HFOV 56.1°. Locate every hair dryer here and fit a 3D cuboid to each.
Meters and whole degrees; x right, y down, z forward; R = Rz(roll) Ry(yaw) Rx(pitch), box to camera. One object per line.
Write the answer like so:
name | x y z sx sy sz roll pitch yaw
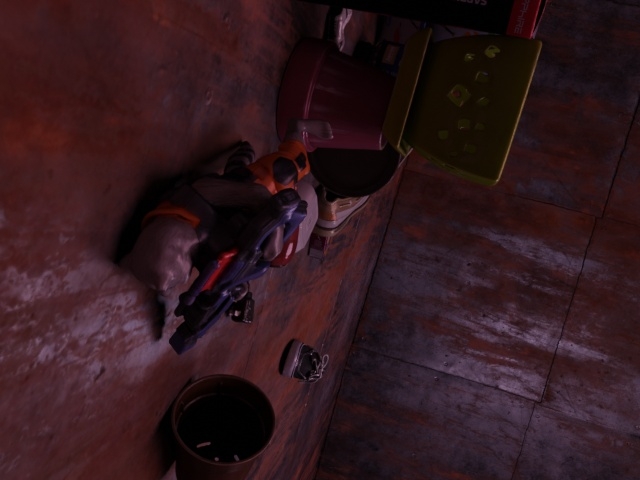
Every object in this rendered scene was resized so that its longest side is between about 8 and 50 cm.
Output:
hair dryer | -0.099 0.005 1.034 0.223 0.080 0.293 67 41 -72

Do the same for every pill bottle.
pill bottle | 0.189 -0.408 1.442 0.123 0.219 0.122 17 90 -79

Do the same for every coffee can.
coffee can | 0.100 -0.228 1.330 0.275 0.202 0.201 -50 155 -64

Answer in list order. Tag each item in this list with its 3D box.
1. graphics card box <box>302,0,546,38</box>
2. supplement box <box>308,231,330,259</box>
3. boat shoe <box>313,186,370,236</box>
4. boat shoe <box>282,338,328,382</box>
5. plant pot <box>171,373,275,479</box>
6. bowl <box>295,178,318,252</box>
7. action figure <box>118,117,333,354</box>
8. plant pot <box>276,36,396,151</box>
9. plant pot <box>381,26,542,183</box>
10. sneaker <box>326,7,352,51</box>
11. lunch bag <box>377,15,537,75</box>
graphics card box | 0.170 -0.412 0.971 0.232 0.371 0.094 -56 158 -59
supplement box | 0.000 0.000 1.580 0.055 0.043 0.083 -59 162 -55
boat shoe | 0.069 -0.132 1.542 0.302 0.113 0.103 -59 167 -47
boat shoe | -0.038 0.370 1.776 0.306 0.105 0.113 74 35 -70
plant pot | -0.173 0.340 1.006 0.167 0.167 0.165 -59 170 -51
bowl | -0.046 -0.046 1.277 0.142 0.053 0.142 88 24 -57
action figure | -0.137 -0.012 0.790 0.341 0.178 0.330 -48 176 33
plant pot | 0.041 -0.247 1.079 0.201 0.180 0.201 16 90 -78
plant pot | 0.230 -0.227 1.025 0.227 0.207 0.228 -16 121 -77
sneaker | 0.027 -0.409 1.156 0.044 0.040 0.109 9 95 -62
lunch bag | 0.341 -0.586 1.498 0.239 0.386 0.327 -34 142 -53
